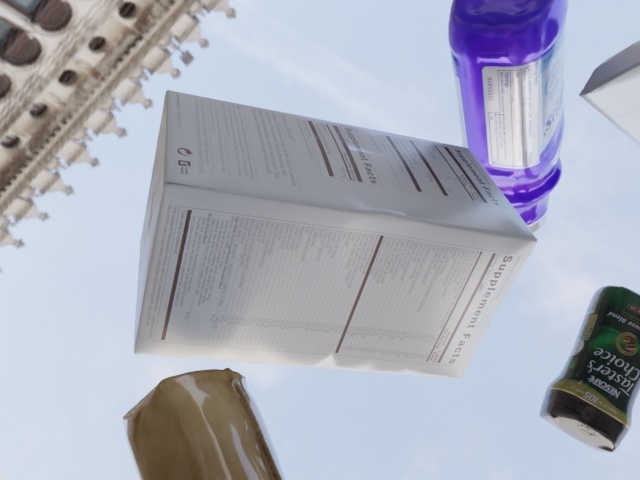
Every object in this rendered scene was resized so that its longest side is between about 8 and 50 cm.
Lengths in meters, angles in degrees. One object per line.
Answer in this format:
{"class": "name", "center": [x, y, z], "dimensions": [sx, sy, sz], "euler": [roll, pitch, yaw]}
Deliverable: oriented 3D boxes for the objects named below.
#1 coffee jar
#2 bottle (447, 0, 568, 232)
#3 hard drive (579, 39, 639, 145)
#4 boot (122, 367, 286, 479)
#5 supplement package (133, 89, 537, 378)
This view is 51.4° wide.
{"class": "coffee jar", "center": [0.339, 0.152, 0.788], "dimensions": [0.096, 0.079, 0.184], "euler": [30, -104, 6]}
{"class": "bottle", "center": [0.183, -0.115, 0.632], "dimensions": [0.092, 0.283, 0.118], "euler": [9, -126, 25]}
{"class": "hard drive", "center": [0.347, -0.042, 0.423], "dimensions": [0.307, 0.203, 0.040], "euler": [37, -104, -7]}
{"class": "boot", "center": [-0.027, 0.185, 0.279], "dimensions": [0.089, 0.236, 0.269], "euler": [-22, -110, -9]}
{"class": "supplement package", "center": [0.000, 0.000, 0.482], "dimensions": [0.134, 0.244, 0.139], "euler": [-107, -149, -53]}
